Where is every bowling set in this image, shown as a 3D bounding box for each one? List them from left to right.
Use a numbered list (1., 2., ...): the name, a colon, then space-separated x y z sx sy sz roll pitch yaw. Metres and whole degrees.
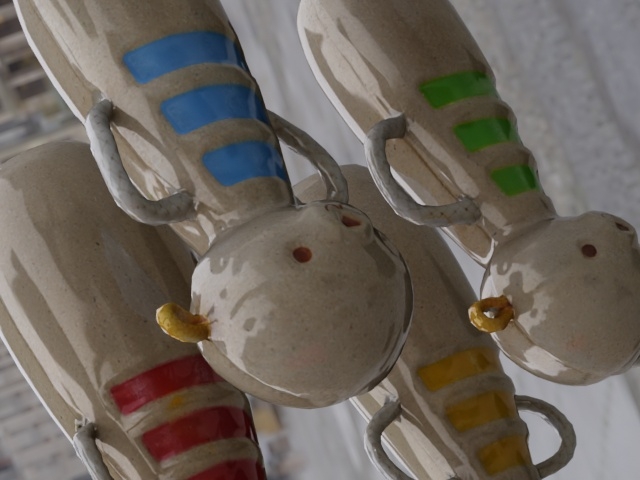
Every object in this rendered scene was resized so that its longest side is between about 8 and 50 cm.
1. bowling set: 0.000 0.000 0.419 0.200 0.287 0.154 -51 59 34
